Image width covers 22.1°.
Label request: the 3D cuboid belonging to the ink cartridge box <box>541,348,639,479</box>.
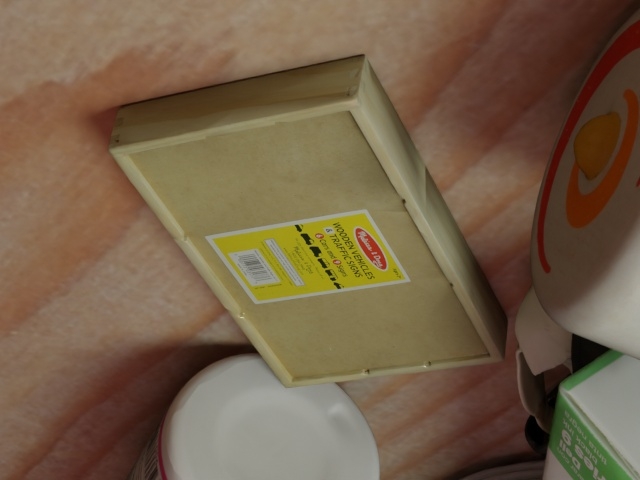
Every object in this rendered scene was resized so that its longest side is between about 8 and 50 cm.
[{"bbox_3d":[0.247,0.152,1.022,0.211,0.121,0.289,-30,149,-19],"label":"ink cartridge box"}]

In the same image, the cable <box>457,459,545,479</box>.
[{"bbox_3d":[0.202,0.267,1.302,0.257,0.089,0.257,36,135,-29],"label":"cable"}]

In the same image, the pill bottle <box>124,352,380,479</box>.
[{"bbox_3d":[-0.077,0.218,1.243,0.160,0.160,0.283,19,142,-11],"label":"pill bottle"}]

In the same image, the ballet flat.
[{"bbox_3d":[0.173,0.075,1.062,0.096,0.095,0.280,18,144,14],"label":"ballet flat"}]

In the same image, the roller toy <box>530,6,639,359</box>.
[{"bbox_3d":[0.197,-0.025,0.836,0.146,0.209,0.191,20,147,-11],"label":"roller toy"}]

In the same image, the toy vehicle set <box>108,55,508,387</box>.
[{"bbox_3d":[0.000,0.000,1.046,0.166,0.035,0.267,-9,139,23],"label":"toy vehicle set"}]
